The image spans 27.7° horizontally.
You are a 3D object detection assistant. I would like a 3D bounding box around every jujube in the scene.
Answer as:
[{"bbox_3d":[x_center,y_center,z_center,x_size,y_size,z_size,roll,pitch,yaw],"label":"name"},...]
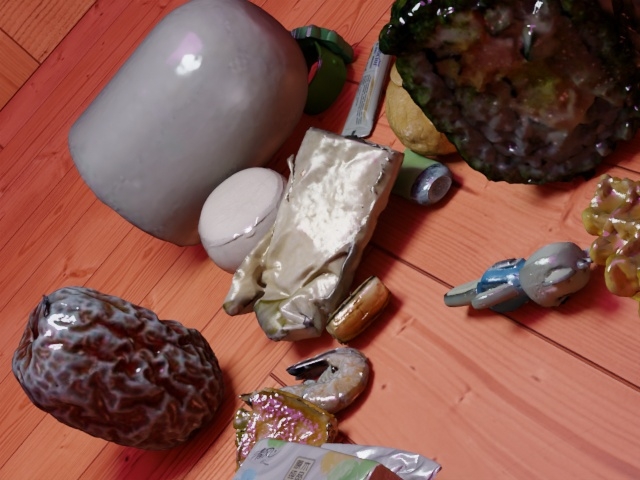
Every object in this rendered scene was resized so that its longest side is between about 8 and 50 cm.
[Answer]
[{"bbox_3d":[-0.303,0.194,1.950,0.226,0.317,0.226,-44,29,32],"label":"jujube"}]

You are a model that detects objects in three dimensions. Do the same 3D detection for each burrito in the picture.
[{"bbox_3d":[-0.002,-0.001,1.962,0.190,0.135,0.332,23,86,29],"label":"burrito"}]

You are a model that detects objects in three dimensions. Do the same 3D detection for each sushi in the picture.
[{"bbox_3d":[0.272,-0.244,1.691,0.294,0.352,0.178,-25,34,33],"label":"sushi"}]

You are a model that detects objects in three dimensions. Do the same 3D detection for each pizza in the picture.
[{"bbox_3d":[-0.056,0.308,1.732,0.147,0.069,0.226,3,68,16],"label":"pizza"}]

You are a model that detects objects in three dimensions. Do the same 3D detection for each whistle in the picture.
[{"bbox_3d":[0.251,0.056,1.642,0.235,0.077,0.114,-20,10,47],"label":"whistle"}]

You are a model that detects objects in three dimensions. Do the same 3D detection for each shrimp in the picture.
[{"bbox_3d":[-0.022,0.203,1.837,0.223,0.047,0.126,-11,38,37],"label":"shrimp"}]

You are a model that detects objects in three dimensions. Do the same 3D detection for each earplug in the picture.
[{"bbox_3d":[-0.204,-0.231,2.268,0.394,0.312,0.313,-47,29,19],"label":"earplug"}]

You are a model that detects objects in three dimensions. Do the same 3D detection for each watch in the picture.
[{"bbox_3d":[-0.022,-0.308,2.397,0.165,0.131,0.152,0,72,47],"label":"watch"}]

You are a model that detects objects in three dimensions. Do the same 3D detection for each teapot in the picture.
[{"bbox_3d":[0.179,-0.248,1.976,0.203,0.167,0.311,-29,29,14],"label":"teapot"}]

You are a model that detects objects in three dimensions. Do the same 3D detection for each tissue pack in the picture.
[{"bbox_3d":[0.033,0.299,1.540,0.229,0.159,0.145,0,53,52],"label":"tissue pack"}]

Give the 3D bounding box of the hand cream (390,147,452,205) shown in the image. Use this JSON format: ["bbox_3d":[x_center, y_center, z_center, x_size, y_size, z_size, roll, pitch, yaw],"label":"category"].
[{"bbox_3d":[0.144,-0.096,1.986,0.095,0.046,0.175,-50,23,-4],"label":"hand cream"}]

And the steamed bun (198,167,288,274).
[{"bbox_3d":[-0.105,-0.022,2.125,0.177,0.131,0.228,-36,28,3],"label":"steamed bun"}]

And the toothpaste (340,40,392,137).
[{"bbox_3d":[0.088,-0.273,2.271,0.067,0.037,0.255,-10,49,38],"label":"toothpaste"}]

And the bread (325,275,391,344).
[{"bbox_3d":[0.055,0.101,1.847,0.106,0.053,0.072,-47,-9,-3],"label":"bread"}]

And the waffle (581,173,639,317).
[{"bbox_3d":[0.454,-0.045,1.425,0.324,0.151,0.261,-42,35,15],"label":"waffle"}]
